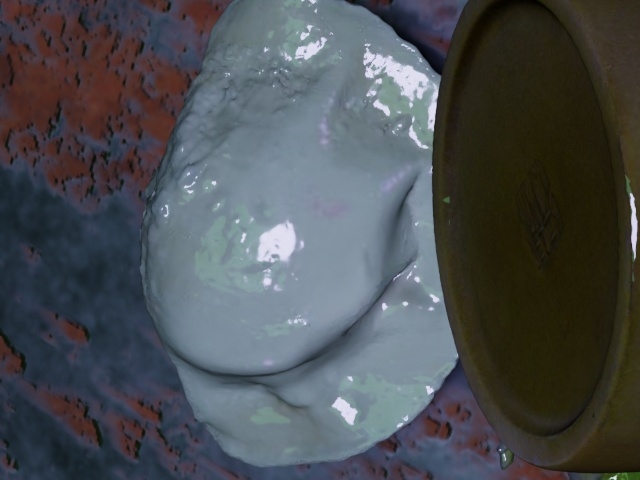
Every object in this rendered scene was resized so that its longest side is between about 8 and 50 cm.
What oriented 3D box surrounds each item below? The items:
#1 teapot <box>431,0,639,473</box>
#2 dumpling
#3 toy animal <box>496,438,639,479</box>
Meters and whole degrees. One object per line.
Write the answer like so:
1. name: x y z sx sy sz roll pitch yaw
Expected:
1. teapot: 0.152 -0.003 0.615 0.186 0.175 0.268 108 153 -58
2. dumpling: -0.014 0.002 0.737 0.152 0.108 0.219 16 114 42
3. toy animal: 0.103 0.055 0.721 0.075 0.041 0.217 -16 87 5
